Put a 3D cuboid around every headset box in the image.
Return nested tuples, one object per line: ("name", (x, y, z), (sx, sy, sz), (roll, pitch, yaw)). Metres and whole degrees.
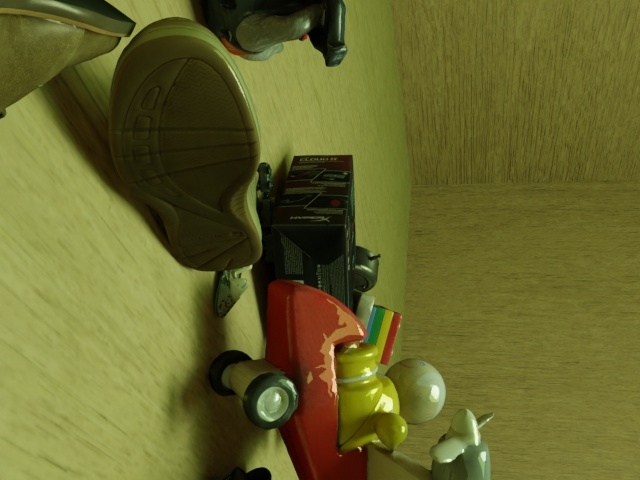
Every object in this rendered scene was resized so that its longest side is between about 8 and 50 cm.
("headset box", (0.000, 0.000, 1.035), (0.293, 0.110, 0.218), (-80, 169, -61))

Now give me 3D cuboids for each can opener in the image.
("can opener", (-0.101, 0.320, 0.803), (0.186, 0.059, 0.073), (73, -8, -78))

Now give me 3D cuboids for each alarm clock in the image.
("alarm clock", (0.050, 0.073, 1.305), (0.192, 0.129, 0.064), (109, -9, -61))

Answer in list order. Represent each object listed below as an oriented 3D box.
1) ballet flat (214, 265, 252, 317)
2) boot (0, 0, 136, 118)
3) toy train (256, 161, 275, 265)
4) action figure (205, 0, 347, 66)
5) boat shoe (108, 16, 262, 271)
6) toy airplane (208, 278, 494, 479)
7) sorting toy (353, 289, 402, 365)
("ballet flat", (-0.108, 0.043, 0.802), (0.041, 0.041, 0.114), (61, 32, -64))
("boot", (-0.203, -0.108, 0.347), (0.115, 0.112, 0.305), (-62, -178, 20))
("toy train", (-0.080, -0.040, 0.954), (0.036, 0.027, 0.158), (-80, 167, -76))
("action figure", (-0.099, -0.356, 0.723), (0.330, 0.179, 0.341), (82, -14, -55))
("boat shoe", (-0.117, -0.086, 0.594), (0.341, 0.122, 0.110), (97, -12, -62))
("toy airplane", (0.058, 0.262, 0.802), (0.386, 0.273, 0.384), (50, -28, 27))
("sorting toy", (0.063, 0.222, 1.133), (0.257, 0.090, 0.255), (162, -56, -85))
